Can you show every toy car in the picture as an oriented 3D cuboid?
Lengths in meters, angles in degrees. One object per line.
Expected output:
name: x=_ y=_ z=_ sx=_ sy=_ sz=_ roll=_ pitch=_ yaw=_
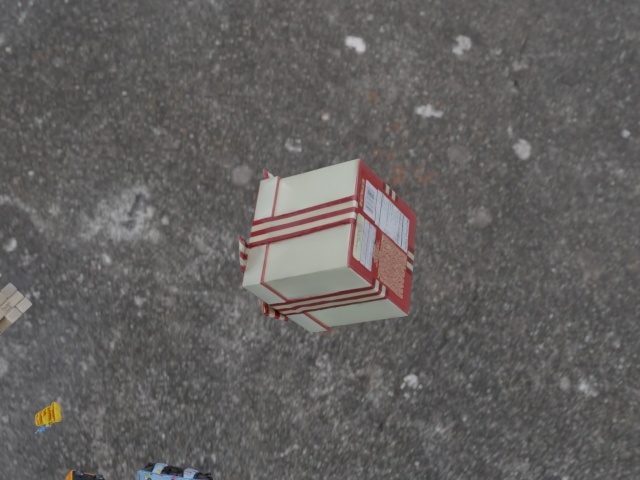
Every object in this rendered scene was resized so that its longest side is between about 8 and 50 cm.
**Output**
toy car: x=-0.277 y=0.241 z=0.994 sx=0.040 sy=0.060 sz=0.122 roll=-26 pitch=75 yaw=19

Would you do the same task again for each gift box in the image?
gift box: x=0.000 y=0.000 z=1.649 sx=0.258 sy=0.276 sz=0.255 roll=-13 pitch=52 yaw=33

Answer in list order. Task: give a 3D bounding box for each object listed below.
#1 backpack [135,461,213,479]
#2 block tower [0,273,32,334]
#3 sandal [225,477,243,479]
backpack: x=-0.282 y=0.488 z=1.718 sx=0.158 sy=0.173 sz=0.117 roll=11 pitch=72 yaw=-3
block tower: x=-0.622 y=0.025 z=1.426 sx=0.335 sy=0.097 sz=0.091 roll=46 pitch=31 yaw=-11
sandal: x=-0.156 y=0.473 z=1.588 sx=0.086 sy=0.303 sz=0.120 roll=-39 pitch=64 yaw=9
